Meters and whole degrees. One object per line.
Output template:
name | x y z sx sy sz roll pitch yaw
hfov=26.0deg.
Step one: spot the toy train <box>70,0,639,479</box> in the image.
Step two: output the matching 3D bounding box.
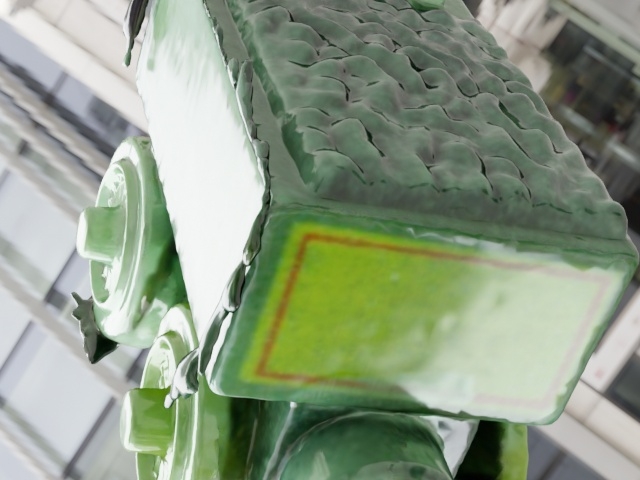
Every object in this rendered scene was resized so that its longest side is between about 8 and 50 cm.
toy train | 0.000 0.000 0.526 0.159 0.188 0.272 8 -149 -20
